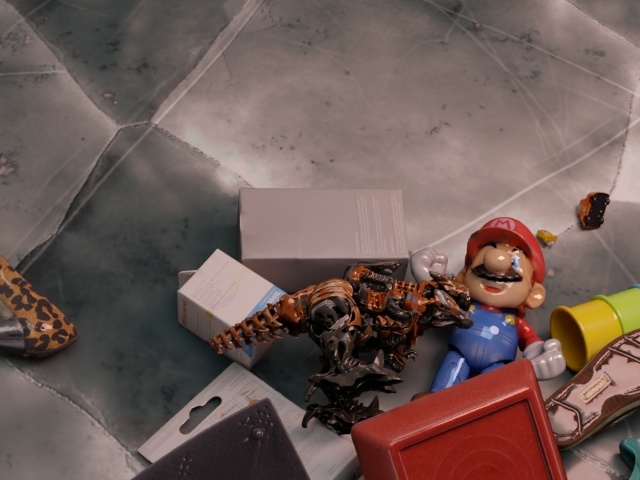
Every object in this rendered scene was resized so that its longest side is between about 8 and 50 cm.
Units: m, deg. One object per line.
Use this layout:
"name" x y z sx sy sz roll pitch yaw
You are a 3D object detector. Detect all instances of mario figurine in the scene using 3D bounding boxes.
"mario figurine" 0.218 0.100 1.648 0.198 0.170 0.321 28 61 -19

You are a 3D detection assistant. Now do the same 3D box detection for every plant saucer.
"plant saucer" 0.194 0.307 1.507 0.258 0.047 0.259 -19 94 -17

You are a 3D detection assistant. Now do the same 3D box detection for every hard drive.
"hard drive" -0.130 0.322 1.478 0.254 0.054 0.172 -33 58 5

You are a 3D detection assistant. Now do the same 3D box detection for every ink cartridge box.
"ink cartridge box" -0.126 0.089 1.669 0.143 0.092 0.090 33 59 14
"ink cartridge box" -0.087 0.284 1.581 0.232 0.066 0.189 28 56 35

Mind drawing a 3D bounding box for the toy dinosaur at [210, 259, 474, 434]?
"toy dinosaur" 0.034 0.126 1.576 0.322 0.164 0.218 -17 55 15

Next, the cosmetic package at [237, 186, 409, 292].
"cosmetic package" 0.000 0.000 1.738 0.238 0.107 0.127 0 57 -3

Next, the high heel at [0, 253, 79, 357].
"high heel" -0.418 0.043 1.683 0.186 0.093 0.261 8 52 -15

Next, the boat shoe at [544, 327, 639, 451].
"boat shoe" 0.386 0.200 1.649 0.257 0.095 0.095 -27 65 -14

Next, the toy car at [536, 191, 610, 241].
"toy car" 0.373 -0.041 1.835 0.122 0.060 0.040 -14 27 -23

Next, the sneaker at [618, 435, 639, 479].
"sneaker" 0.419 0.369 1.558 0.110 0.107 0.275 1 49 18

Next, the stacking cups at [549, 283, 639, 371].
"stacking cups" 0.483 0.101 1.739 0.316 0.096 0.096 -14 59 -19
